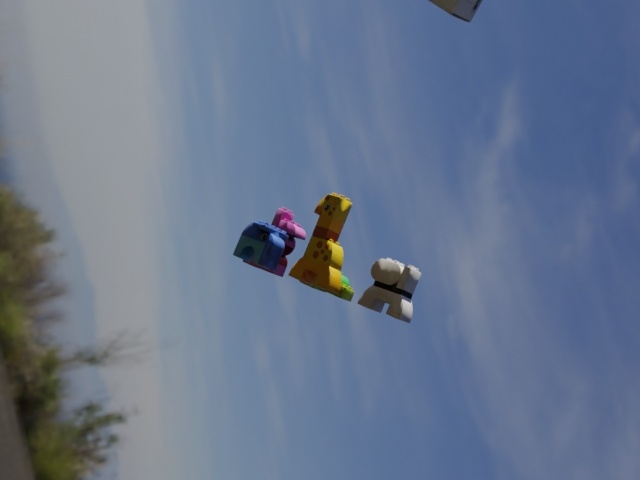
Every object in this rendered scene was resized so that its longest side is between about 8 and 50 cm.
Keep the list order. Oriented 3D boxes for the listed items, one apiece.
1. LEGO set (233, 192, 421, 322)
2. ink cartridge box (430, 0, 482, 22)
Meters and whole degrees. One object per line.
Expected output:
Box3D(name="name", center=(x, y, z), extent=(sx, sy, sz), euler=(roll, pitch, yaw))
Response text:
Box3D(name="LEGO set", center=(0.000, 0.000, 1.353), extent=(0.227, 0.087, 0.093), euler=(19, -95, 41))
Box3D(name="ink cartridge box", center=(0.153, -0.405, 1.594), extent=(0.223, 0.045, 0.224), euler=(43, -69, 40))
